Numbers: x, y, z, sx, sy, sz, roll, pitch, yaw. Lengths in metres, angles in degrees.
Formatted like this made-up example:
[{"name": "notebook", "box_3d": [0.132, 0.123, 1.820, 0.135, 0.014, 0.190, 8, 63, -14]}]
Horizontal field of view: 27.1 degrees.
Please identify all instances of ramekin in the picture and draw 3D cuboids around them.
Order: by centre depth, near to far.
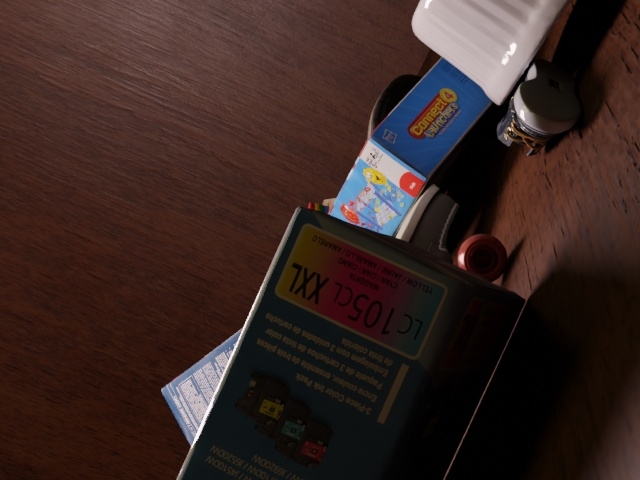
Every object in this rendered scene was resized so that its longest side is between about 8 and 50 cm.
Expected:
[{"name": "ramekin", "box_3d": [0.216, -0.296, 1.434, 0.277, 0.135, 0.277, -57, -3, -5]}]

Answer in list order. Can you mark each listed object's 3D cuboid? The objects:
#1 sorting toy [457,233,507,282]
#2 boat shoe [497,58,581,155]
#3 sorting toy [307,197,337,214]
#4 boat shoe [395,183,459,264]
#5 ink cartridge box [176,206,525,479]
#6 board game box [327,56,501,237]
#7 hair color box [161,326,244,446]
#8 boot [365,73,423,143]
[{"name": "sorting toy", "box_3d": [0.142, 0.040, 1.298, 0.102, 0.061, 0.042, -43, 3, -2]}, {"name": "boat shoe", "box_3d": [0.212, -0.115, 1.310, 0.083, 0.065, 0.183, -65, -4, 24]}, {"name": "sorting toy", "box_3d": [0.000, 0.000, 1.977, 0.274, 0.046, 0.132, 178, 101, -75]}, {"name": "boat shoe", "box_3d": [0.102, 0.067, 1.471, 0.109, 0.091, 0.305, 105, -171, -54]}, {"name": "ink cartridge box", "box_3d": [0.002, 0.190, 1.059, 0.395, 0.151, 0.270, -64, -18, 3]}, {"name": "board game box", "box_3d": [0.119, -0.095, 1.710, 0.308, 0.086, 0.302, -48, -8, -40]}, {"name": "hair color box", "box_3d": [-0.046, 0.147, 1.649, 0.174, 0.105, 0.347, -25, -7, -36]}, {"name": "boot", "box_3d": [0.093, -0.053, 2.067, 0.284, 0.138, 0.377, 119, 166, -49]}]
